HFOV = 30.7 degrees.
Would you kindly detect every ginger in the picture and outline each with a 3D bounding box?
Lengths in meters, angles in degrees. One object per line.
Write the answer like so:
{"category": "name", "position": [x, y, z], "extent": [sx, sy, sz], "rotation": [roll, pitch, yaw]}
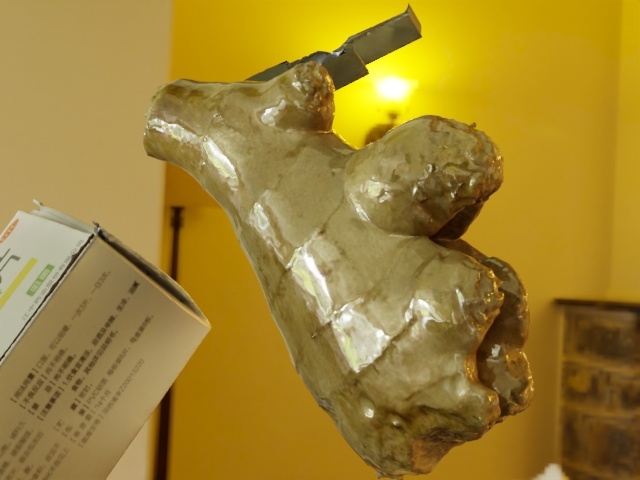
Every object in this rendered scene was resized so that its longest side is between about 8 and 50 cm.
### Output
{"category": "ginger", "position": [0.007, -0.013, 0.838], "extent": [0.166, 0.375, 0.236], "rotation": [-35, -12, -34]}

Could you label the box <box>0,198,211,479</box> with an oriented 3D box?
{"category": "box", "position": [-0.260, 0.139, 0.975], "extent": [0.145, 0.333, 0.173], "rotation": [43, -17, -33]}

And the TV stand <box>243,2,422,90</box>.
{"category": "TV stand", "position": [-0.021, -0.149, 1.088], "extent": [0.249, 0.042, 0.036], "rotation": [-24, -50, 17]}
